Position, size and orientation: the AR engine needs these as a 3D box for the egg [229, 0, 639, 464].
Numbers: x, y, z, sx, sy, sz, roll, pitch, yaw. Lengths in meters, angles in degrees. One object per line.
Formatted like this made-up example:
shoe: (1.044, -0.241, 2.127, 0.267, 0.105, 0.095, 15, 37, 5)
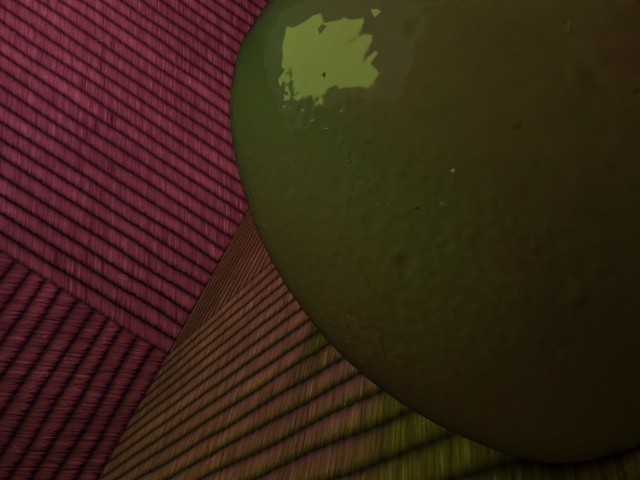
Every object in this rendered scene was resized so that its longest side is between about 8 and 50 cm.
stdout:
egg: (0.102, -0.066, 0.630, 0.354, 0.340, 0.354, -54, 13, 18)
